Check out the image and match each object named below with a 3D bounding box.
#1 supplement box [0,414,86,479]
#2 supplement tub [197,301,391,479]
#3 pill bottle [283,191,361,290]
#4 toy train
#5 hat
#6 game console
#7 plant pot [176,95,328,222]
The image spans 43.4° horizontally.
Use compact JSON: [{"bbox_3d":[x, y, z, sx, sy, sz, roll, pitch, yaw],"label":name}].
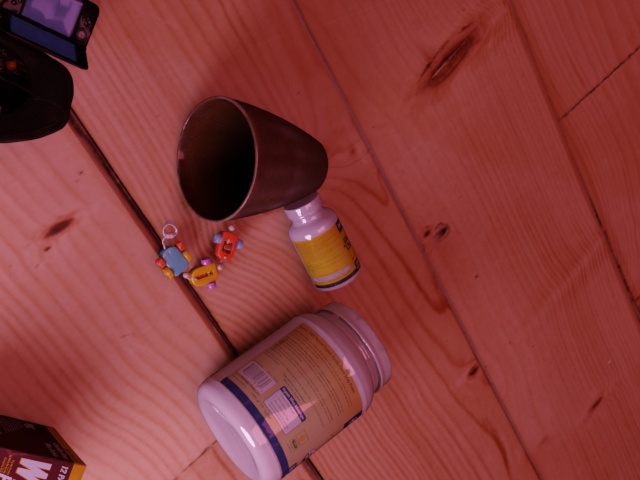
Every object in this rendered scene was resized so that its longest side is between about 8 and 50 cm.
[{"bbox_3d":[-0.501,0.357,1.247,0.194,0.191,0.129,25,83,-33],"label":"supplement box"},{"bbox_3d":[-0.045,0.277,1.506,0.316,0.228,0.228,-33,113,-24],"label":"supplement tub"},{"bbox_3d":[0.000,0.000,1.572,0.103,0.103,0.184,-36,114,-24],"label":"pill bottle"},{"bbox_3d":[-0.227,0.020,1.468,0.166,0.046,0.125,13,88,-36],"label":"toy train"},{"bbox_3d":[-0.523,-0.210,1.160,0.331,0.331,0.134,18,125,-33],"label":"hat"},{"bbox_3d":[-0.422,-0.350,1.269,0.144,0.085,0.124,23,84,-33],"label":"game console"},{"bbox_3d":[-0.101,-0.140,1.447,0.230,0.215,0.215,-1,97,-46],"label":"plant pot"}]
